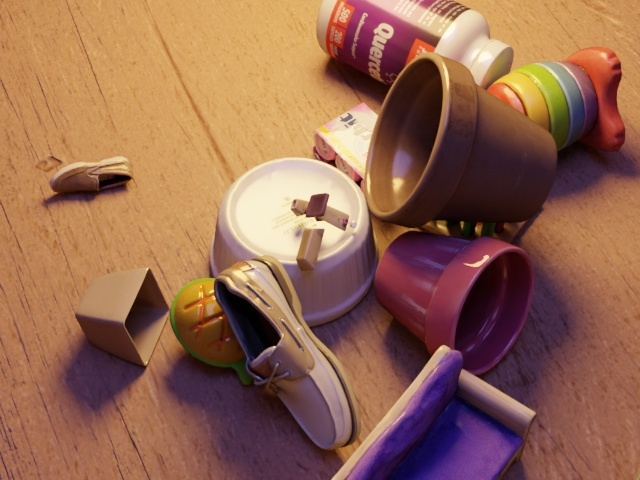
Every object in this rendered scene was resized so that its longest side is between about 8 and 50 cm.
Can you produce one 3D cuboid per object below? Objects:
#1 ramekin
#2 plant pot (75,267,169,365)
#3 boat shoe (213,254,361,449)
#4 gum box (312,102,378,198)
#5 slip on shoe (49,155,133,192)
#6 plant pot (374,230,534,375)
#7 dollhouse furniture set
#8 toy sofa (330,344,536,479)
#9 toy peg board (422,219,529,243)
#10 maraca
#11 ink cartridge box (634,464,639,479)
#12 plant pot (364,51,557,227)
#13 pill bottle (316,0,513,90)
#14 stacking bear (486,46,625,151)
[{"bbox_3d":[-0.041,-0.010,1.939,0.273,0.127,0.273,0,51,0],"label":"ramekin"},{"bbox_3d":[-0.299,0.110,1.863,0.096,0.109,0.109,4,51,20],"label":"plant pot"},{"bbox_3d":[-0.056,0.167,1.764,0.103,0.113,0.302,-16,70,-48],"label":"boat shoe"},{"bbox_3d":[0.080,-0.139,2.082,0.107,0.062,0.188,-30,58,-22],"label":"gum box"},{"bbox_3d":[-0.375,-0.101,2.056,0.135,0.051,0.041,-13,50,-21],"label":"slip on shoe"},{"bbox_3d":[0.186,0.074,1.848,0.180,0.201,0.201,26,54,36],"label":"plant pot"},{"bbox_3d":[0.000,0.000,1.846,0.081,0.091,0.114,25,72,-32],"label":"dollhouse furniture set"},{"bbox_3d":[0.128,0.325,1.649,0.150,0.177,0.362,31,57,22],"label":"toy sofa"},{"bbox_3d":[0.254,-0.070,2.021,0.161,0.079,0.160,31,58,21],"label":"toy peg board"},{"bbox_3d":[-0.136,0.133,1.849,0.186,0.099,0.127,37,68,-4],"label":"maraca"},{"bbox_3d":[0.483,0.339,1.644,0.140,0.082,0.191,21,22,15],"label":"ink cartridge box"},{"bbox_3d":[0.223,-0.128,1.874,0.229,0.263,0.263,14,49,-19],"label":"plant pot"},{"bbox_3d":[0.164,-0.346,2.171,0.323,0.181,0.181,30,57,21],"label":"pill bottle"},{"bbox_3d":[0.334,-0.207,2.057,0.289,0.175,0.164,-17,21,-24],"label":"stacking bear"}]
